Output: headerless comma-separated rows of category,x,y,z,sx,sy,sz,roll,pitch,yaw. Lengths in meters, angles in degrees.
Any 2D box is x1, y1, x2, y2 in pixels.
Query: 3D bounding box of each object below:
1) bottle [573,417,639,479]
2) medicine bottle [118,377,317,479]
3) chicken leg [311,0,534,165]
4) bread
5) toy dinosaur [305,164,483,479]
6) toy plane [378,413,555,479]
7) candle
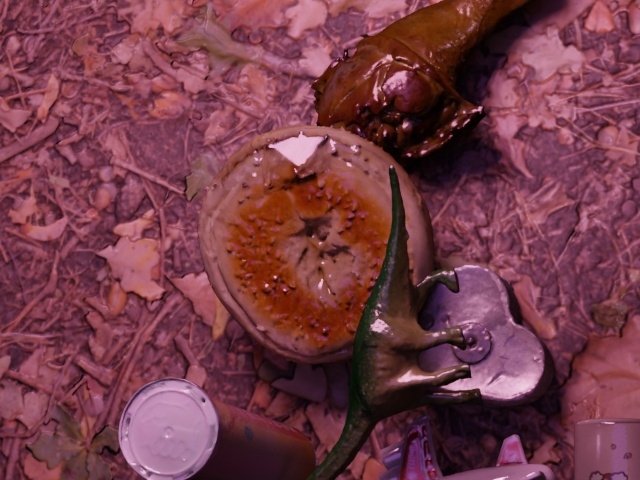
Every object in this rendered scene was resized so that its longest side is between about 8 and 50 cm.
bottle,0.348,0.325,1.723,0.110,0.110,0.233,-1,78,15
medicine bottle,-0.104,0.236,1.699,0.108,0.426,0.108,-3,77,13
chicken leg,0.152,-0.224,1.880,0.361,0.140,0.211,-35,63,9
bread,0.000,0.000,1.842,0.305,0.159,0.305,2,103,10
toy dinosaur,0.030,0.153,1.749,0.301,0.087,0.447,-12,92,13
toy plane,0.163,0.329,1.771,0.252,0.118,0.252,-4,77,17
candle,0.185,0.133,1.832,0.168,0.068,0.192,-34,68,7
